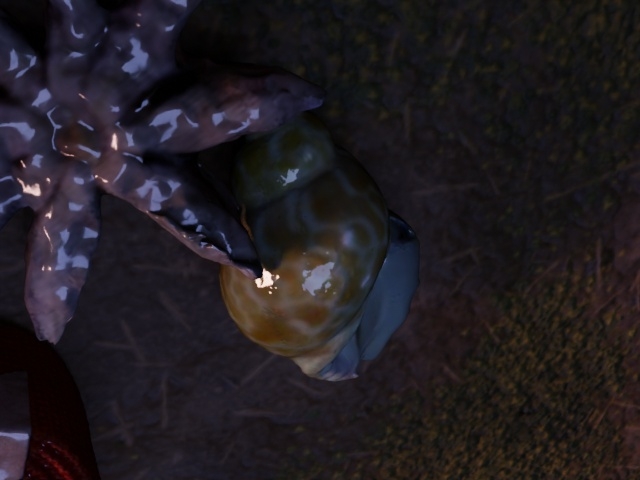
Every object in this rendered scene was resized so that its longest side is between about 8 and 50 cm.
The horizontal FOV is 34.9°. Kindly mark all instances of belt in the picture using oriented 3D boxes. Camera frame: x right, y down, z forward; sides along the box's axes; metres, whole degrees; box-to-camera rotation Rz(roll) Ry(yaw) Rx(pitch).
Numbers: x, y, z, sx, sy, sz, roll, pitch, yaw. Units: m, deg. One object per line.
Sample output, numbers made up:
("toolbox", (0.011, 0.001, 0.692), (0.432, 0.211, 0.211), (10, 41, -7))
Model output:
("belt", (-0.193, 0.155, 0.600), (0.127, 0.124, 0.201), (-11, 127, -16))

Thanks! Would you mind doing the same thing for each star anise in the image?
("star anise", (-0.117, -0.053, 0.495), (0.236, 0.093, 0.229), (3, 110, -14))

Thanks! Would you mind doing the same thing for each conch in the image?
("conch", (-0.006, 0.011, 0.591), (0.116, 0.106, 0.173), (-43, 143, 1))
